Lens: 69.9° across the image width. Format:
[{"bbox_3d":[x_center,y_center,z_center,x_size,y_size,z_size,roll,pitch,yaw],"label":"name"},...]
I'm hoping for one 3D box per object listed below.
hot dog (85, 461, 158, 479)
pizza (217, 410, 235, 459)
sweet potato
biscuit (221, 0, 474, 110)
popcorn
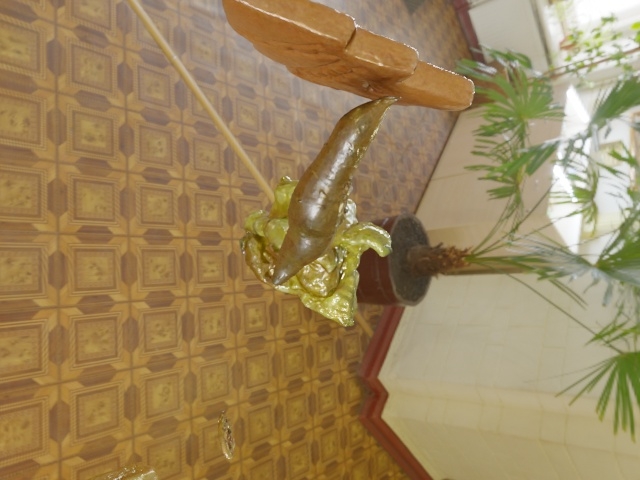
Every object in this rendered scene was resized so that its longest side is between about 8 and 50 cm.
[{"bbox_3d":[-0.317,0.337,0.526,0.286,0.088,0.061,-3,90,-52],"label":"hot dog"},{"bbox_3d":[-0.166,0.346,0.813,0.037,0.016,0.083,40,31,-62],"label":"pizza"},{"bbox_3d":[0.002,-0.044,0.494,0.067,0.273,0.067,17,41,-15],"label":"sweet potato"},{"bbox_3d":[0.010,-0.208,0.519,0.307,0.284,0.043,6,107,-50],"label":"biscuit"},{"bbox_3d":[0.006,0.002,1.034,0.321,0.326,0.289,45,40,-41],"label":"popcorn"}]
